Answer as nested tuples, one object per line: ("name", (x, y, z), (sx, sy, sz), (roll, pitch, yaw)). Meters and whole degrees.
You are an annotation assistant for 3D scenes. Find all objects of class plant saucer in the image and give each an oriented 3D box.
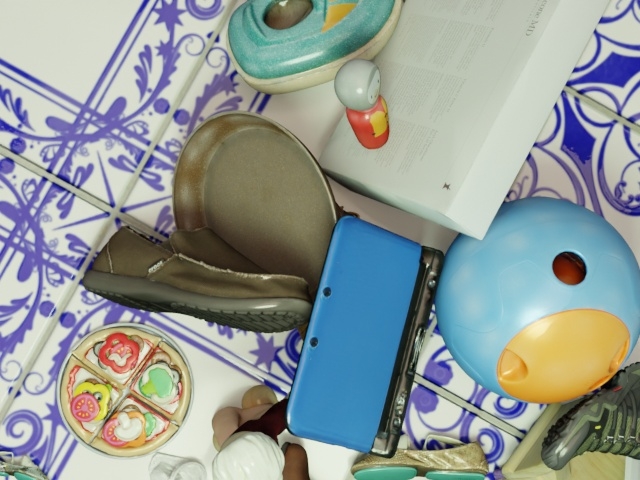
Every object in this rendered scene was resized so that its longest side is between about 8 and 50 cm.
("plant saucer", (-0.085, -0.033, 1.549), (0.050, 0.310, 0.311), (-23, 89, -47))

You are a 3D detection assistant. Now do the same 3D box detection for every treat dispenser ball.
("treat dispenser ball", (0.303, 0.083, 1.535), (0.288, 0.288, 0.288), (0, 88, -4))

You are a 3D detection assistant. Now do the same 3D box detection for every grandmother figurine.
("grandmother figurine", (-0.101, 0.278, 1.470), (0.104, 0.342, 0.208), (31, 86, -3))

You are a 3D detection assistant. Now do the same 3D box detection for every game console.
("game console", (0.049, 0.135, 1.520), (0.173, 0.250, 0.293), (17, 82, -6))

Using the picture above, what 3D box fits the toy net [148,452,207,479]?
("toy net", (-0.150, 0.386, 1.612), (0.232, 0.045, 0.122), (43, 86, -1))

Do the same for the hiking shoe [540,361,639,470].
("hiking shoe", (0.402, 0.259, 1.506), (0.226, 0.086, 0.114), (-33, 79, -26))

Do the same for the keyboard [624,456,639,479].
("keyboard", (0.463, 0.317, 1.560), (0.072, 0.014, 0.256), (20, 63, -21))

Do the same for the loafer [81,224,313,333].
("loafer", (-0.170, 0.039, 1.521), (0.365, 0.134, 0.130), (8, 76, 26))

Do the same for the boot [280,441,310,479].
("boot", (0.079, 0.398, 1.548), (0.280, 0.096, 0.264), (-11, 69, 10))

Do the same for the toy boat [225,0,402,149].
("toy boat", (0.014, -0.274, 1.543), (0.267, 0.148, 0.318), (-26, 55, -2))

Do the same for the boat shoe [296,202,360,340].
("boat shoe", (0.000, 0.000, 1.615), (0.123, 0.123, 0.342), (-19, 89, -37))

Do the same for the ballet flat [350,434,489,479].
("ballet flat", (0.146, 0.323, 1.635), (0.206, 0.073, 0.067), (3, 60, -7))

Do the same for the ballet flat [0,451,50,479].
("ballet flat", (-0.443, 0.328, 1.598), (0.114, 0.041, 0.041), (13, 87, -5))

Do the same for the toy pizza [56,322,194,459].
("toy pizza", (-0.286, 0.221, 1.615), (0.201, 0.032, 0.201), (0, 88, -4))

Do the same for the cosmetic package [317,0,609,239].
("cosmetic package", (0.192, -0.216, 1.546), (0.097, 0.284, 0.377), (32, 86, -39))

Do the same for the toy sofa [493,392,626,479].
("toy sofa", (0.438, 0.410, 1.620), (0.362, 0.177, 0.150), (46, 61, -1))
